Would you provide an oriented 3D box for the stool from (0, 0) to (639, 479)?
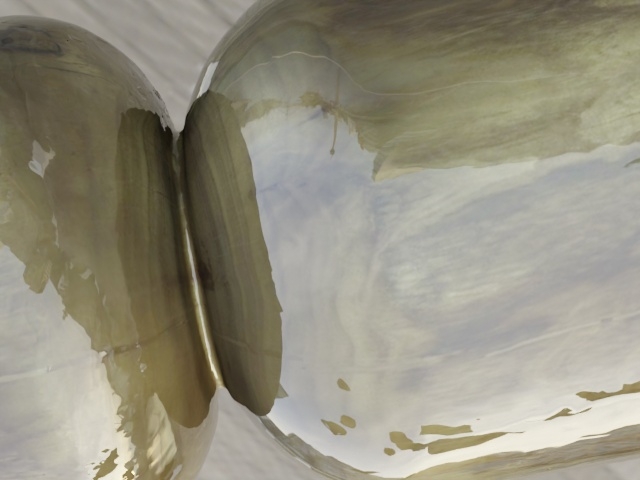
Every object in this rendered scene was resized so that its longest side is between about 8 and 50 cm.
[{"bbox_3d":[0.000,0.000,0.504,0.264,0.179,0.179,-9,139,0],"label":"stool"}]
